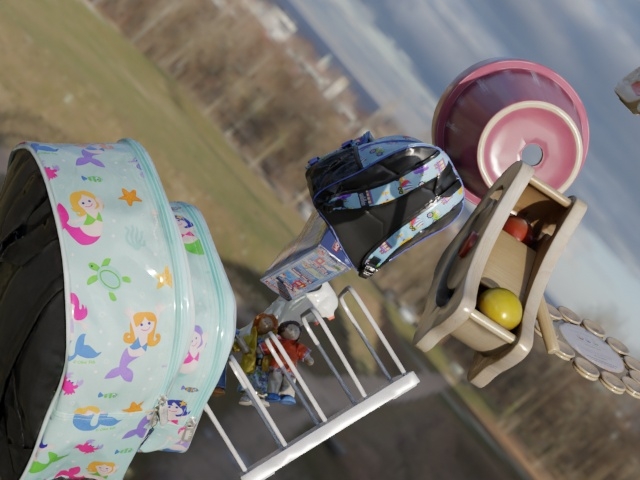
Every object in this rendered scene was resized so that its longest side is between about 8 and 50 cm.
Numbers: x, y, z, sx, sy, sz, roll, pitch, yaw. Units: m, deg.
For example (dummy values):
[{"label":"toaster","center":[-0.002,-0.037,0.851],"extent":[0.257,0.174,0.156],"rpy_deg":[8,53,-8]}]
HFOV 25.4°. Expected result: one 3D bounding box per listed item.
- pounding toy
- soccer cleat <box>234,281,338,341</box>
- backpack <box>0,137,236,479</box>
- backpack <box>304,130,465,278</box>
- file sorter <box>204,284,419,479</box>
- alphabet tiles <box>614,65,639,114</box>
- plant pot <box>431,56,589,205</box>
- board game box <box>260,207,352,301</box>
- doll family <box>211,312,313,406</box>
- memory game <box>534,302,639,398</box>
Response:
[{"label":"pounding toy","center":[0.205,0.034,1.360],"extent":[0.155,0.154,0.269],"rpy_deg":[33,37,-7]},{"label":"soccer cleat","center":[-0.067,0.124,2.401],"extent":[0.068,0.196,0.076],"rpy_deg":[-132,-159,-79]},{"label":"backpack","center":[-0.176,0.050,1.091],"extent":[0.253,0.191,0.225],"rpy_deg":[109,-33,-43]},{"label":"backpack","center":[0.085,-0.063,1.780],"extent":[0.158,0.173,0.117],"rpy_deg":[57,8,-33]},{"label":"file sorter","center":[-0.031,0.205,2.019],"extent":[0.173,0.277,0.193],"rpy_deg":[59,-8,4]},{"label":"alphabet tiles","center":[0.418,-0.209,1.362],"extent":[0.021,0.284,0.278],"rpy_deg":[50,9,-21]},{"label":"plant pot","center":[0.247,-0.124,1.775],"extent":[0.201,0.201,0.180],"rpy_deg":[48,7,-10]},{"label":"board game box","center":[0.000,0.000,2.069],"extent":[0.060,0.194,0.194],"rpy_deg":[39,47,-13]},{"label":"doll family","center":[-0.147,0.176,2.301],"extent":[0.263,0.163,0.118],"rpy_deg":[12,-21,-15]},{"label":"memory game","center":[0.341,0.138,1.794],"extent":[0.186,0.012,0.186],"rpy_deg":[28,21,-12]}]
